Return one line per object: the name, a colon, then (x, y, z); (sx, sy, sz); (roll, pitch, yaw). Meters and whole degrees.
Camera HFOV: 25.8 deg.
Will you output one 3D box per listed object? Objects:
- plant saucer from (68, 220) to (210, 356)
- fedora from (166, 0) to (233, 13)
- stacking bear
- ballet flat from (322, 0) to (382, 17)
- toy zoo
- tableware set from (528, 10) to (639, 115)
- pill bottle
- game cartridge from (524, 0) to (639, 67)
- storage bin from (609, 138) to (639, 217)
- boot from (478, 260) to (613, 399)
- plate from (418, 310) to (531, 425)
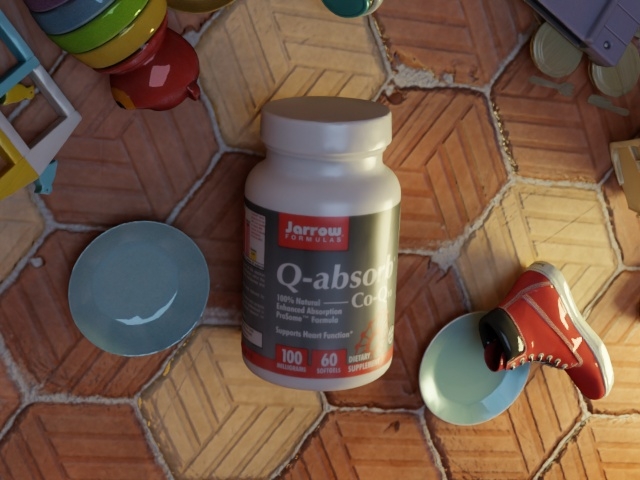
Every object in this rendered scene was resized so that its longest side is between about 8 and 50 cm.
plant saucer: (-0.248, 0.061, 1.892); (0.195, 0.037, 0.195); (-7, 110, -18)
fedora: (-0.143, -0.377, 1.762); (0.194, 0.079, 0.194); (-6, 109, -19)
stacking bear: (-0.260, -0.272, 1.716); (0.164, 0.175, 0.289); (-53, 127, -17)
ballet flat: (-0.015, -0.466, 1.753); (0.139, 0.139, 0.400); (-36, 125, -6)
toy zoo: (-0.423, -0.168, 1.718); (0.192, 0.030, 0.293); (-47, 118, -25)
tableware set: (0.378, -0.265, 2.015); (0.194, 0.039, 0.128); (14, 92, -28)
pill bottle: (0.000, 0.000, 1.869); (0.210, 0.210, 0.362); (-5, 109, -19)
game cartridge: (0.337, -0.431, 1.914); (0.355, 0.068, 0.230); (35, 86, -26)
storage bin: (0.598, -0.130, 2.026); (0.262, 0.260, 0.123); (-19, 96, -14)
boot: (0.331, 0.178, 2.089); (0.176, 0.088, 0.244); (-44, 111, -28)
plate: (0.232, 0.192, 2.122); (0.188, 0.024, 0.188); (-7, 110, -19)
